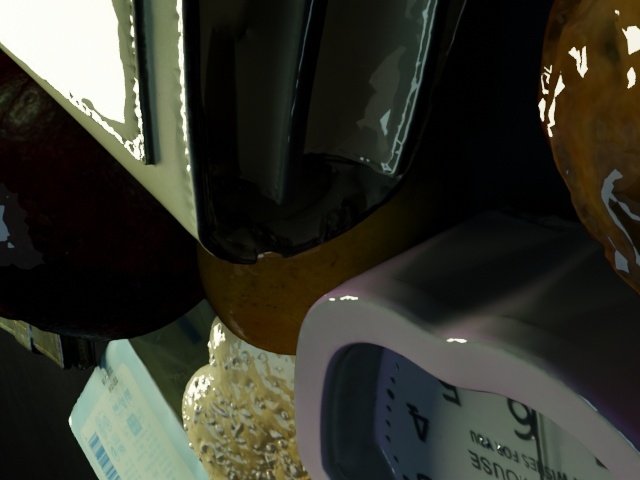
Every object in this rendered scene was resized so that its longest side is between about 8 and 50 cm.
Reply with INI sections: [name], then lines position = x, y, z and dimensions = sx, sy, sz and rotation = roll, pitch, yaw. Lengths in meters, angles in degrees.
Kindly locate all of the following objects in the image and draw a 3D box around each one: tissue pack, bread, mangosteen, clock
[tissue pack]
position = -0.113, 0.161, 0.966
dimensions = 0.177, 0.089, 0.263
rotation = 56, 149, 10
[bread]
position = -0.011, 0.151, 0.755
dimensions = 0.182, 0.039, 0.250
rotation = -3, 108, 33
[mangosteen]
position = -0.140, -0.046, 0.727
dimensions = 0.216, 0.216, 0.216
rotation = 40, 145, 36
[clock]
position = 0.124, 0.150, 0.537
dimensions = 0.338, 0.102, 0.338
rotation = 41, 147, 35

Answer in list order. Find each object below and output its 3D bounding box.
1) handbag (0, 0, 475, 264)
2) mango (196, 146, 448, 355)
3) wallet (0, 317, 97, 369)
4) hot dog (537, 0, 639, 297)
[handbag]
position = -0.099, -0.176, 0.556
dimensions = 0.358, 0.160, 0.236
rotation = 40, 136, 37
[mango]
position = -0.007, -0.003, 0.627
dimensions = 0.115, 0.089, 0.165
rotation = 28, 142, 2
[wallet]
position = -0.255, 0.013, 1.051
dimensions = 0.317, 0.044, 0.169
rotation = -173, 73, -66
[hot dog]
position = 0.169, -0.063, 0.252
dimensions = 0.196, 0.122, 0.272
rotation = 57, 148, 7
